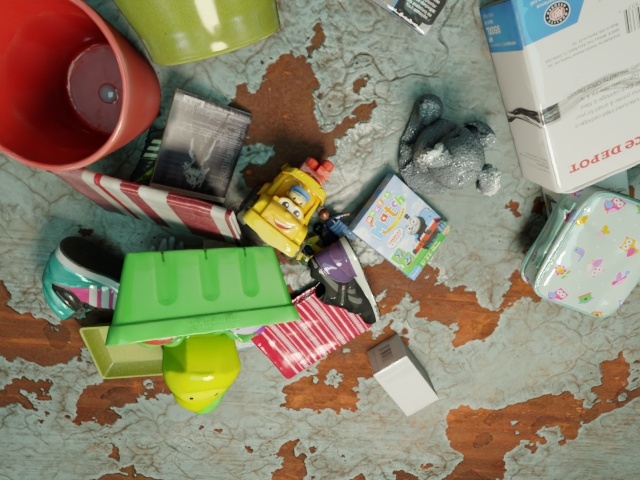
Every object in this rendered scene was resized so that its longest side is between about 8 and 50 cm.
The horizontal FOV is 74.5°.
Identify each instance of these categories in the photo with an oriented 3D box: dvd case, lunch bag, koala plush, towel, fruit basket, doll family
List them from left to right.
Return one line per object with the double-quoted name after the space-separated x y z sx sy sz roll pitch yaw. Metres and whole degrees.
-0.322 -0.069 0.845 0.329 0.237 0.037 15 77 -1 "towel"
-0.254 -0.188 0.895 0.164 0.018 0.221 10 112 -34 "dvd case"
-0.252 0.205 0.897 0.392 0.283 0.392 4 81 -25 "fruit basket"
-0.025 0.230 1.093 0.275 0.031 0.199 -33 114 2 "towel"
0.000 0.000 0.999 0.111 0.076 0.193 42 99 -14 "doll family"
0.267 -0.167 0.866 0.196 0.221 0.203 23 109 -14 "koala plush"
0.594 0.015 0.928 0.224 0.108 0.279 19 111 -3 "lunch bag"

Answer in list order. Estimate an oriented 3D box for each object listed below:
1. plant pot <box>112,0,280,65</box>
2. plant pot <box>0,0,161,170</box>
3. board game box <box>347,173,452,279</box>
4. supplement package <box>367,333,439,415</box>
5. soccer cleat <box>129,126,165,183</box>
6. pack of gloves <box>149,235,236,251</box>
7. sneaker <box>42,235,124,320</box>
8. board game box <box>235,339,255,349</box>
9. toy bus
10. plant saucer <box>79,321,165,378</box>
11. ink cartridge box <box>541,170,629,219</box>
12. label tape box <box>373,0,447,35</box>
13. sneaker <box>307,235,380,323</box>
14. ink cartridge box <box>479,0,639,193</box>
-0.223 -0.485 0.655 0.366 0.366 0.353 -14 125 1 "plant pot"
-0.422 -0.272 0.745 0.274 0.243 0.275 0 105 0 "plant pot"
0.189 -0.028 0.986 0.211 0.039 0.160 36 90 -22 "board game box"
0.223 0.366 1.146 0.105 0.105 0.179 -34 110 9 "supplement package"
-0.351 -0.195 0.900 0.179 0.060 0.072 -43 100 6 "soccer cleat"
-0.315 0.104 1.000 0.195 0.046 0.232 7 97 -27 "pack of gloves"
-0.513 0.134 0.987 0.178 0.124 0.295 -37 121 20 "sneaker"
-0.191 0.230 1.100 0.154 0.026 0.103 -12 113 1 "board game box"
-0.054 -0.089 0.882 0.149 0.220 0.211 41 98 -13 "toy bus"
-0.482 0.269 1.071 0.188 0.045 0.188 -3 124 -4 "plant saucer"
0.629 -0.090 0.996 0.154 0.093 0.212 -23 114 5 "ink cartridge box"
0.174 -0.576 0.713 0.240 0.106 0.334 25 121 -16 "label tape box"
0.051 0.115 1.001 0.124 0.107 0.283 -27 129 -1 "sneaker"
0.531 -0.336 0.845 0.285 0.166 0.395 -23 111 6 "ink cartridge box"
